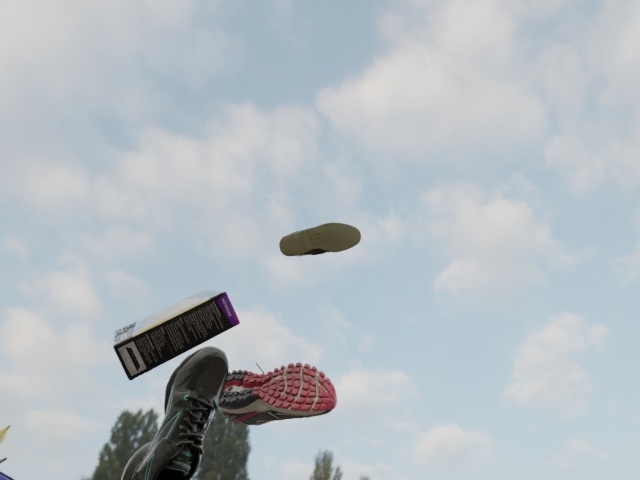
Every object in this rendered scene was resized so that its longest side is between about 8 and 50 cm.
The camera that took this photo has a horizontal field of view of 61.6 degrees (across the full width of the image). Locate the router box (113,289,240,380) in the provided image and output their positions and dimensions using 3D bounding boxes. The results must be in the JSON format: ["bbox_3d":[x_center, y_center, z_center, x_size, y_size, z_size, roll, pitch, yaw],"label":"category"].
[{"bbox_3d":[-0.184,0.109,0.665,0.133,0.046,0.179,-25,5,-21],"label":"router box"}]

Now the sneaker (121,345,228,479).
[{"bbox_3d":[-0.205,0.298,0.833,0.101,0.268,0.106,33,-16,-33],"label":"sneaker"}]

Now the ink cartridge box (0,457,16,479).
[{"bbox_3d":[-0.717,0.549,0.934,0.269,0.396,0.151,-24,-58,23],"label":"ink cartridge box"}]

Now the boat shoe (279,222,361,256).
[{"bbox_3d":[0.000,-0.002,0.870,0.132,0.042,0.049,-10,-87,5],"label":"boat shoe"}]

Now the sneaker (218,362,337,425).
[{"bbox_3d":[-0.096,0.346,1.178,0.298,0.121,0.112,-7,-56,29],"label":"sneaker"}]

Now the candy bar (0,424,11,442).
[{"bbox_3d":[-0.585,0.372,0.945,0.018,0.161,0.040,41,-96,-14],"label":"candy bar"}]
